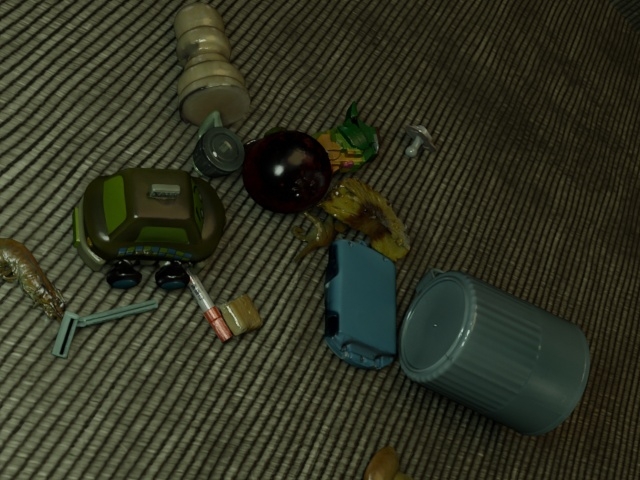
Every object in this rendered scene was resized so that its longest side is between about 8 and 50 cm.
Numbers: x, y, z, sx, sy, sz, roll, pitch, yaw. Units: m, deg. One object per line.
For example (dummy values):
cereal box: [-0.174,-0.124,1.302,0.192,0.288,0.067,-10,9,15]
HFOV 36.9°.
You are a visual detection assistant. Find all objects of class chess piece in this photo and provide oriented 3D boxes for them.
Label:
chess piece: [-0.231,-0.366,1.920,0.143,0.143,0.261,9,56,-37]

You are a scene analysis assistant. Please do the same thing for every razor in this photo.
razor: [-0.348,0.125,1.573,0.036,0.084,0.211,37,28,21]

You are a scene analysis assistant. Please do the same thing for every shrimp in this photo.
shrimp: [-0.478,0.076,1.500,0.124,0.034,0.178,-34,88,-44]

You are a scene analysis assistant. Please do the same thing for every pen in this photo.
pen: [-0.227,0.077,1.719,0.028,0.028,0.239,-26,83,-46]

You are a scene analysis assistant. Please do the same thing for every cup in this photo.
cup: [0.350,0.197,1.979,0.311,0.257,0.331,26,52,-25]

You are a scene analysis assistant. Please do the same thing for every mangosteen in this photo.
mangosteen: [-0.073,-0.146,1.902,0.200,0.200,0.200,21,53,-30]

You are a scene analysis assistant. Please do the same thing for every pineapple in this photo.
pineapple: [0.095,-0.061,2.025,0.233,0.079,0.135,40,30,-22]

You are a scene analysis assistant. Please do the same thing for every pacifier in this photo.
pacifier: [0.227,-0.231,2.283,0.099,0.081,0.078,43,75,-41]

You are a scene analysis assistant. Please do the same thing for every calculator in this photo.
calculator: [0.081,0.122,1.940,0.173,0.051,0.293,23,51,-27]

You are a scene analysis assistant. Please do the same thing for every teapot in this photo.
teapot: [-0.201,-0.173,1.850,0.092,0.091,0.124,33,53,-22]

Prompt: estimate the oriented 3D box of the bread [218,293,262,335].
bread: [-0.143,0.137,1.739,0.070,0.035,0.083,61,23,4]

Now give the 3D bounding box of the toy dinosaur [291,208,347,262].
toy dinosaur: [0.000,0.000,1.955,0.126,0.039,0.162,26,52,-29]

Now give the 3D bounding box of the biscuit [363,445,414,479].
biscuit: [0.167,0.535,1.767,0.299,0.045,0.154,54,45,0]

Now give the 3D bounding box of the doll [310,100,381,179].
doll: [0.041,-0.206,2.066,0.186,0.106,0.134,-32,82,-30]

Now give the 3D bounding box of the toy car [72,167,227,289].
toy car: [-0.275,-0.042,1.609,0.248,0.198,0.204,3,65,-25]
